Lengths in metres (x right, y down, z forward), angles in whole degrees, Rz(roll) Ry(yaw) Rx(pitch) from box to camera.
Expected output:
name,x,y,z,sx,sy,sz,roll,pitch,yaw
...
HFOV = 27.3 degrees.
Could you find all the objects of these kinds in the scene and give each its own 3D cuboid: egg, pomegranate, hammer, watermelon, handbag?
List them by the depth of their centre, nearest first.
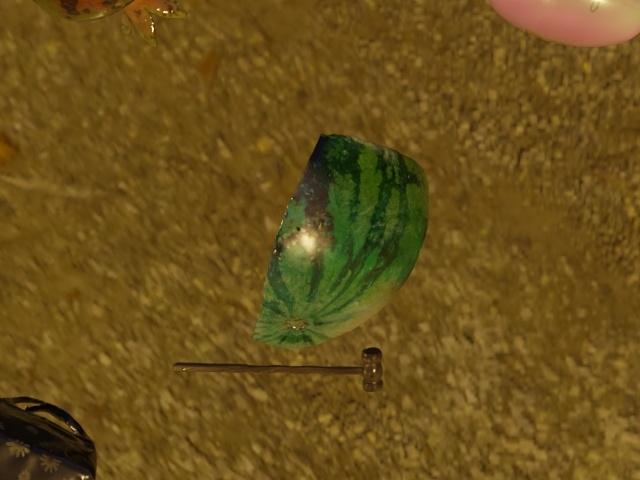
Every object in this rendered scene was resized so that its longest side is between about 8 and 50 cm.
name,x,y,z,sx,sy,sz,roll,pitch,yaw
handbag,-0.214,0.151,0.974,0.115,0.139,0.072,24,108,-2
watermelon,0.009,0.001,1.278,0.128,0.146,0.231,21,80,26
pomegranate,-0.238,-0.287,1.427,0.156,0.220,0.156,-21,40,20
hammer,-0.060,0.173,1.792,0.292,0.058,0.029,0,21,10
egg,0.378,-0.397,2.019,0.271,0.196,0.196,26,68,22
